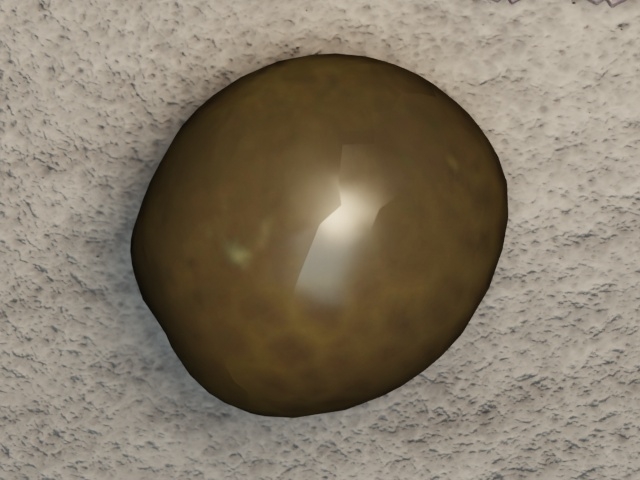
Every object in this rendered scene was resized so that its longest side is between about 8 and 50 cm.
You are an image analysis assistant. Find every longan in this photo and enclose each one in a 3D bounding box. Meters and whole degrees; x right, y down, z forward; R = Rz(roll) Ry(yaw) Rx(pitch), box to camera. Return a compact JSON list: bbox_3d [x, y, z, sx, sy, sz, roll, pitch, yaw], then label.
[{"bbox_3d":[0.000,0.000,1.968,0.405,0.336,0.404,-23,147,-16],"label":"longan"}]

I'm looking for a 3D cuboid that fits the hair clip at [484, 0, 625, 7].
[{"bbox_3d":[0.244,-0.286,1.965,0.292,0.084,0.106,4,99,3],"label":"hair clip"}]
